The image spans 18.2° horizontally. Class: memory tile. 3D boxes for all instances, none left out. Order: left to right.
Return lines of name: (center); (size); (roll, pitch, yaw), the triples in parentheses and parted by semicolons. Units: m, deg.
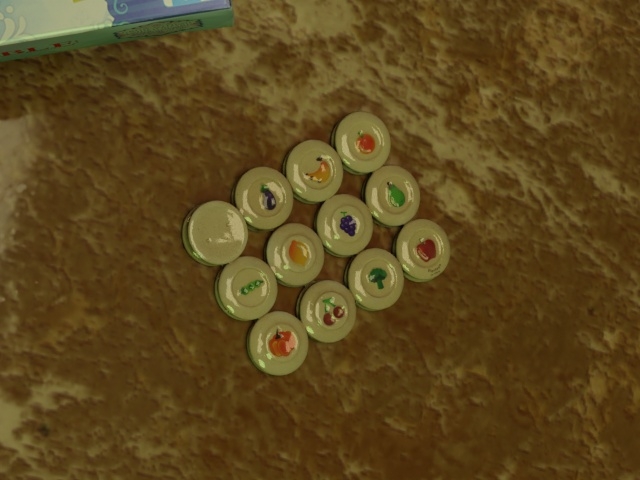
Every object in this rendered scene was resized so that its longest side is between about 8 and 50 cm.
memory tile: (0.000, 0.000, 1.155); (0.148, 0.012, 0.113); (-32, 99, -24)

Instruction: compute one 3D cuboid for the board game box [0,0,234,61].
board game box: (-0.224, -0.237, 0.977); (0.318, 0.066, 0.318); (-10, 88, -2)
